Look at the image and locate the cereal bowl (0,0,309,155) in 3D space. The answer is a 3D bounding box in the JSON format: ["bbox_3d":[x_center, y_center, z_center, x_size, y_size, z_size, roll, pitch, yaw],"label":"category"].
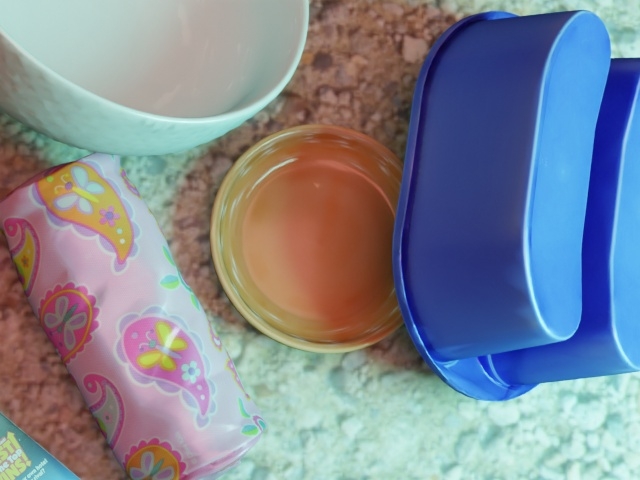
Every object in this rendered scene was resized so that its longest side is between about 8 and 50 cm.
[{"bbox_3d":[-0.184,-0.209,1.227,0.339,0.141,0.339,19,54,-29],"label":"cereal bowl"}]

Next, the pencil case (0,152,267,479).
[{"bbox_3d":[-0.151,0.069,1.224,0.124,0.124,0.284,-30,88,-19],"label":"pencil case"}]

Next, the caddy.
[{"bbox_3d":[0.179,-0.033,1.297,0.241,0.179,0.341,22,72,-42],"label":"caddy"}]

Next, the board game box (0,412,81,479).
[{"bbox_3d":[-0.241,0.230,1.152,0.194,0.060,0.194,-41,99,-38],"label":"board game box"}]

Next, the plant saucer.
[{"bbox_3d":[0.000,0.000,1.319,0.200,0.037,0.200,3,77,-15],"label":"plant saucer"}]
